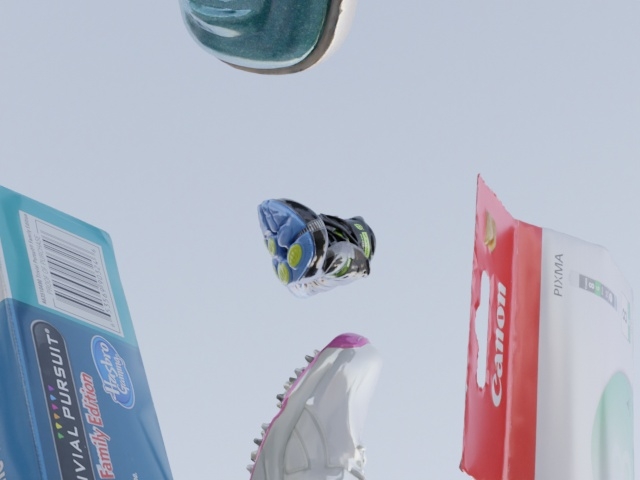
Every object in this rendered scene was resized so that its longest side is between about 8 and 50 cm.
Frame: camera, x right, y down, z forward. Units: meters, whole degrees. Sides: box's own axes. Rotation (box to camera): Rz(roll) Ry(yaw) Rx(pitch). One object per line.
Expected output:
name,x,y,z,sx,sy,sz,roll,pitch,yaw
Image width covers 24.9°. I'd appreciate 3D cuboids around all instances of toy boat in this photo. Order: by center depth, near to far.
toy boat,-0.007,-0.257,1.119,0.318,0.148,0.267,9,-74,40

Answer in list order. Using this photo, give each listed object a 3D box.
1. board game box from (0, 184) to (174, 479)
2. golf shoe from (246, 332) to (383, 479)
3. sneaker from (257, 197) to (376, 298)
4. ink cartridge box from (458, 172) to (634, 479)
board game box,-0.204,0.176,0.642,0.336,0.254,0.079,-41,-44,22
golf shoe,0.000,0.218,1.068,0.140,0.306,0.115,18,-19,16
sneaker,0.000,0.000,1.071,0.078,0.188,0.067,-19,-100,3
ink cartridge box,0.147,0.079,0.893,0.056,0.181,0.225,-3,-22,22
